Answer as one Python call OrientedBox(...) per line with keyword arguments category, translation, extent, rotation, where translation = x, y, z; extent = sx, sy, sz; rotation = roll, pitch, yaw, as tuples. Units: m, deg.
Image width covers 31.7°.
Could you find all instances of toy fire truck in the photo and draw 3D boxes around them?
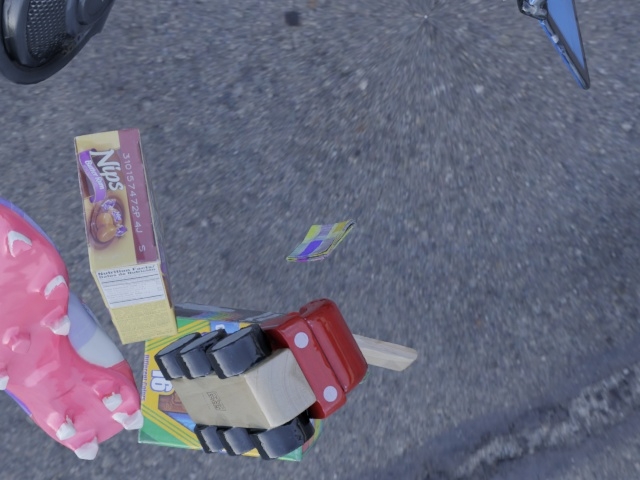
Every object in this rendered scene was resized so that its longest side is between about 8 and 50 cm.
OrientedBox(category="toy fire truck", translation=(-0.008, 0.123, 1.150), extent=(0.246, 0.217, 0.158), rotation=(-32, 98, -28))

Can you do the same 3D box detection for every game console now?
OrientedBox(category="game console", translation=(0.343, -0.398, 1.492), extent=(0.173, 0.293, 0.250), rotation=(17, 138, -20))

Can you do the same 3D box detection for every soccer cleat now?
OrientedBox(category="soccer cleat", translation=(-0.177, 0.044, 0.667), extent=(0.083, 0.248, 0.095), rotation=(-34, 54, -9))

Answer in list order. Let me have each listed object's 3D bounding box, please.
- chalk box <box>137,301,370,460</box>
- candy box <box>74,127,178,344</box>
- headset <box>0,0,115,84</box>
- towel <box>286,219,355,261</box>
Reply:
OrientedBox(category="chalk box", translation=(-0.081, 0.191, 1.540), extent=(0.289, 0.180, 0.179), rotation=(6, 92, 11))
OrientedBox(category="candy box", translation=(-0.149, 0.002, 0.882), extent=(0.053, 0.187, 0.109), rotation=(-9, 69, -7))
OrientedBox(category="headset", translation=(-0.213, -0.146, 0.528), extent=(0.243, 0.394, 0.185), rotation=(23, 94, -18))
OrientedBox(category="towel", translation=(0.000, 0.000, 1.249), extent=(0.009, 0.083, 0.060), rotation=(50, 63, -20))
